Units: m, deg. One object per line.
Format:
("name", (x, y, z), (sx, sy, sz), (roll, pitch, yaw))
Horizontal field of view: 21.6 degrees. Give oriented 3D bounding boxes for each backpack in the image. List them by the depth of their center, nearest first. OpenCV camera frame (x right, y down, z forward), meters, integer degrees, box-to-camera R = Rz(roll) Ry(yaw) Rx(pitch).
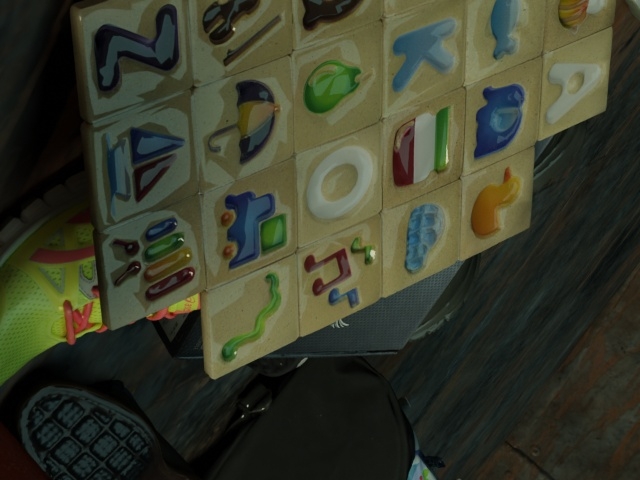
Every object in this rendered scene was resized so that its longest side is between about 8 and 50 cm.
("backpack", (-0.004, 0.275, 1.559), (0.290, 0.273, 0.355), (-54, 179, -12))

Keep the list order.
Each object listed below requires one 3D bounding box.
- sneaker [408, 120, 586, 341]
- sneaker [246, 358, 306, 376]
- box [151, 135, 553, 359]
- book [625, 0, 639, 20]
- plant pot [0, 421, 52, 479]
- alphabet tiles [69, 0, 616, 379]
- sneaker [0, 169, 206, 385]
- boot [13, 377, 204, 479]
("sneaker", (0.103, -0.045, 1.343), (0.286, 0.109, 0.130), (-53, 157, -14))
("sneaker", (0.000, 0.000, 1.142), (0.097, 0.084, 0.234), (-37, 161, -44))
("box", (0.023, -0.027, 0.989), (0.183, 0.059, 0.232), (2, 134, -41))
("book", (0.341, -0.274, 1.575), (0.144, 0.035, 0.096), (-50, 161, 6))
("plant pot", (-0.190, 0.150, 0.601), (0.272, 0.265, 0.272), (-45, 165, -16))
("alphabet tiles", (0.029, -0.088, 0.847), (0.343, 0.011, 0.285), (-24, 130, -30))
("sneaker", (-0.100, 0.012, 0.858), (0.208, 0.094, 0.081), (-43, 164, -24))
("boot", (-0.147, 0.134, 1.093), (0.082, 0.106, 0.219), (-44, 137, -6))
